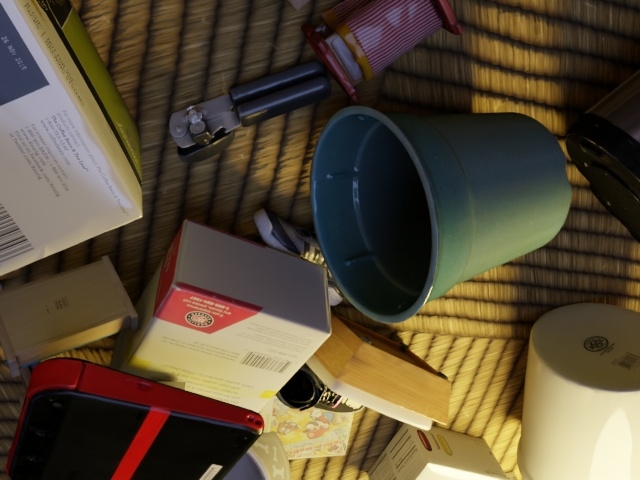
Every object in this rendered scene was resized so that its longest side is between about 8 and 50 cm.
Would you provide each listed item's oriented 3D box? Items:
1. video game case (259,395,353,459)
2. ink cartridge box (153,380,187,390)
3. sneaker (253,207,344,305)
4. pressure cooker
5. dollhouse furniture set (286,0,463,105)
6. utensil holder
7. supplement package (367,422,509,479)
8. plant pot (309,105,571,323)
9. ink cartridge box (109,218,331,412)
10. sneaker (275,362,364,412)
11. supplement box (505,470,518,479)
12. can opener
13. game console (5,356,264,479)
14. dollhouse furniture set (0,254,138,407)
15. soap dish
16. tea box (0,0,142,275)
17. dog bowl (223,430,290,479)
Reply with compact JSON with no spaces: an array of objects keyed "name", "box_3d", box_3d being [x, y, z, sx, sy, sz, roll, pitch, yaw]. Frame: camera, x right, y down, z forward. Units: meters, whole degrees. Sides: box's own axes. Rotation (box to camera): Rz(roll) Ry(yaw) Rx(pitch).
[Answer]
[{"name":"video game case","box_3d":[-0.037,0.427,1.469,0.227,0.026,0.206,0,119,-15]},{"name":"ink cartridge box","box_3d":[-0.275,0.308,1.092,0.092,0.090,0.143,0,134,-1]},{"name":"sneaker","box_3d":[0.000,0.000,1.193,0.153,0.101,0.268,-39,126,7]},{"name":"pressure cooker","box_3d":[0.703,-0.192,1.103,0.420,0.370,0.375,-39,105,8]},{"name":"dollhouse furniture set","box_3d":[0.019,-0.412,0.922,0.201,0.152,0.374,-36,122,7]},{"name":"utensil holder","box_3d":[0.623,0.382,1.446,0.328,0.327,0.385,-12,119,-7]},{"name":"supplement package","box_3d":[0.291,0.592,1.580,0.262,0.145,0.204,21,113,-25]},{"name":"plant pot","box_3d":[0.208,-0.072,1.060,0.334,0.341,0.341,-15,124,-29]},{"name":"ink cartridge box","box_3d":[-0.197,0.177,1.148,0.279,0.160,0.384,20,130,-23]},{"name":"sneaker","box_3d":[-0.006,0.319,1.329,0.296,0.147,0.104,32,93,-24]},{"name":"supplement box","box_3d":[0.507,0.691,1.756,0.062,0.036,0.098,-7,120,-11]},{"name":"can opener","box_3d":[-0.119,-0.219,1.060,0.280,0.074,0.093,-22,157,1]},{"name":"game console","box_3d":[-0.312,0.332,1.022,0.342,0.060,0.386,18,134,-19]},{"name":"dollhouse furniture set","box_3d":[-0.467,0.162,1.135,0.198,0.286,0.303,-19,148,-29]},{"name":"soap dish","box_3d":[0.110,0.258,1.303,0.291,0.229,0.118,28,93,-27]},{"name":"tea box","box_3d":[-0.407,-0.190,0.841,0.220,0.323,0.329,-23,122,-2]},{"name":"dog bowl","box_3d":[-0.242,0.513,1.334,0.349,0.102,0.348,1,97,5]}]
